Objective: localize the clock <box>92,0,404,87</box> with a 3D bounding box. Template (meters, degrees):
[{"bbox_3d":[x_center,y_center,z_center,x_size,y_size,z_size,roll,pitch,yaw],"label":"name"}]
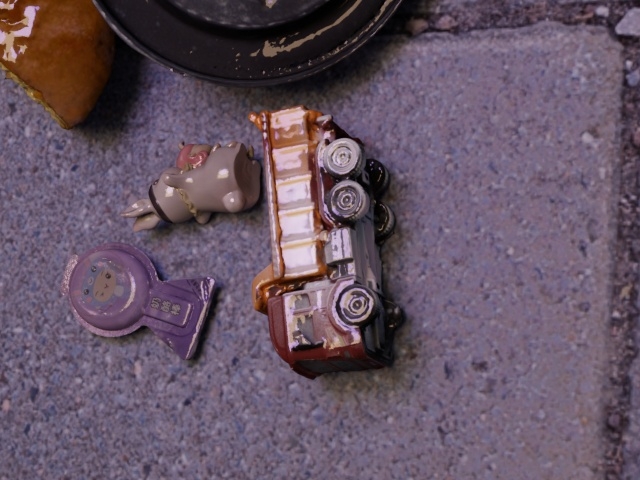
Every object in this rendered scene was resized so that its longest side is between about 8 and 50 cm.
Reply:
[{"bbox_3d":[-0.075,-0.349,1.672,0.386,0.076,0.386,0,94,-1],"label":"clock"}]

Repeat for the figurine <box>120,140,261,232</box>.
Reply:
[{"bbox_3d":[-0.136,-0.057,1.741,0.146,0.081,0.098,-11,30,28],"label":"figurine"}]

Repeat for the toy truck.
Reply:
[{"bbox_3d":[0.000,0.000,1.627,0.135,0.114,0.270,-11,73,19],"label":"toy truck"}]

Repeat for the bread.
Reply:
[{"bbox_3d":[-0.337,-0.290,1.788,0.340,0.194,0.179,42,83,4],"label":"bread"}]

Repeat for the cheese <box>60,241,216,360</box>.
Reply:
[{"bbox_3d":[-0.204,0.060,1.749,0.191,0.042,0.105,15,86,25],"label":"cheese"}]
